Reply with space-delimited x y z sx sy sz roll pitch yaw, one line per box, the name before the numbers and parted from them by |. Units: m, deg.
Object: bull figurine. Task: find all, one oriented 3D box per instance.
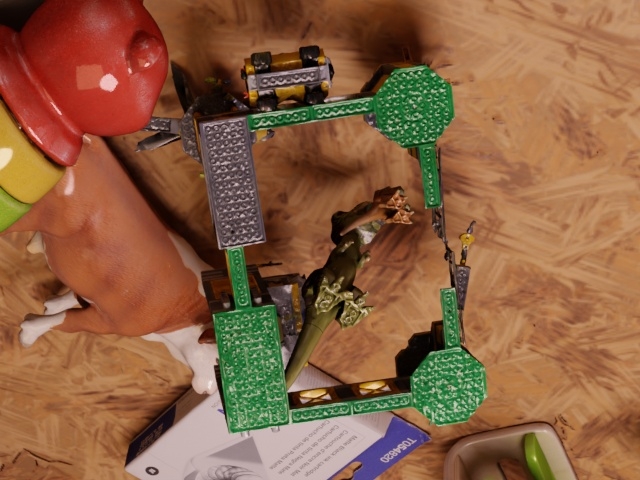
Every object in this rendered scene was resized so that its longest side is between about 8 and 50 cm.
bull figurine | -0.190 0.020 1.311 0.188 0.101 0.310 -17 128 17

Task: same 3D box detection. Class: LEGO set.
LEGO set | 0.000 0.000 1.225 0.254 0.192 0.331 -17 102 -5

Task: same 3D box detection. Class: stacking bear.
stacking bear | -0.241 -0.085 1.120 0.289 0.175 0.164 -31 125 5

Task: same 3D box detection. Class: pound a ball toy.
pound a ball toy | 0.197 0.334 1.487 0.135 0.208 0.319 -15 130 18

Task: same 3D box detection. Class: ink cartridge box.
ink cartridge box | -0.043 0.211 1.509 0.224 0.045 0.223 31 128 -21

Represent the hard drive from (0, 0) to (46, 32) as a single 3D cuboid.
hard drive | -0.239 -0.160 1.170 0.135 0.022 0.094 -25 153 13
